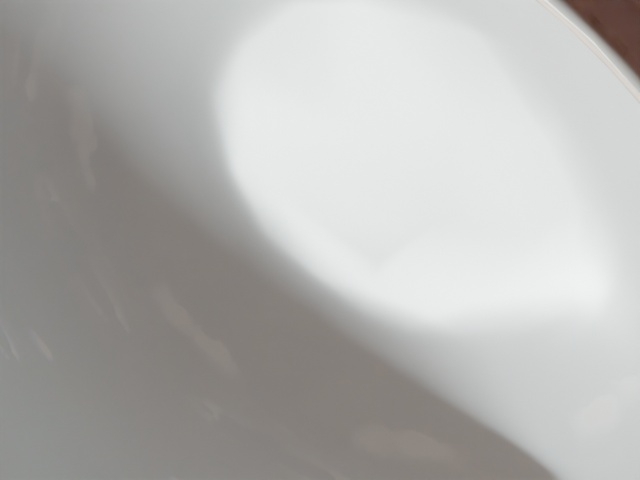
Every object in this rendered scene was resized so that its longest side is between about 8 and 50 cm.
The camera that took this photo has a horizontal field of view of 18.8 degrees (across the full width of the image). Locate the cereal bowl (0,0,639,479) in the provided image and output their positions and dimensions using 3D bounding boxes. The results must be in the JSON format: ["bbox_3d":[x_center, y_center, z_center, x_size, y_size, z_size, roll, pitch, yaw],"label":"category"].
[{"bbox_3d":[0.000,0.000,0.590,0.141,0.339,0.339,-51,-4,-46],"label":"cereal bowl"}]
